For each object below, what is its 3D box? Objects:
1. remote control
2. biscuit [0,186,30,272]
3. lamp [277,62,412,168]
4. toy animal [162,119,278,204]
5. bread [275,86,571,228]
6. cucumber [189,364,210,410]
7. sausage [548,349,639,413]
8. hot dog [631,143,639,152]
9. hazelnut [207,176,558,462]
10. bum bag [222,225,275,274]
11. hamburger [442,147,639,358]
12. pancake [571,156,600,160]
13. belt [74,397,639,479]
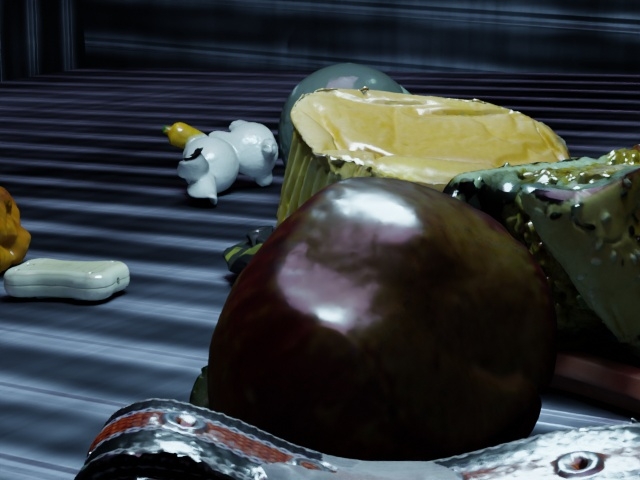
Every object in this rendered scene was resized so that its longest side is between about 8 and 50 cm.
[{"bbox_3d":[-0.258,0.040,1.665,0.122,0.032,0.074,1,12,22],"label":"remote control"},{"bbox_3d":[-0.491,-0.002,1.740,0.312,0.110,0.318,0,12,18],"label":"biscuit"},{"bbox_3d":[0.097,-0.109,2.085,0.314,0.182,0.182,21,10,-6],"label":"lamp"},{"bbox_3d":[-0.144,-0.114,2.199,0.181,0.131,0.127,-26,2,-39],"label":"toy animal"},{"bbox_3d":[0.097,-0.040,1.628,0.288,0.156,0.204,1,30,-19],"label":"bread"},{"bbox_3d":[0.016,0.088,1.261,0.081,0.072,0.303,-17,2,34],"label":"cucumber"},{"bbox_3d":[0.219,0.107,1.228,0.035,0.030,0.147,-11,14,-33],"label":"sausage"},{"bbox_3d":[0.421,-0.061,1.856,0.160,0.099,0.227,-1,9,3],"label":"hot dog"},{"bbox_3d":[0.032,0.065,1.054,0.234,0.218,0.218,-11,14,-33],"label":"hazelnut"},{"bbox_3d":[0.000,0.000,1.732,0.232,0.060,0.106,-15,25,-37],"label":"bum bag"},{"bbox_3d":[0.237,0.016,1.315,0.167,0.192,0.288,-11,2,45],"label":"hamburger"},{"bbox_3d":[0.320,-0.094,2.224,0.190,0.020,0.184,4,13,35],"label":"pancake"},{"bbox_3d":[0.044,0.148,0.842,0.359,0.126,0.094,-2,13,1],"label":"belt"}]
